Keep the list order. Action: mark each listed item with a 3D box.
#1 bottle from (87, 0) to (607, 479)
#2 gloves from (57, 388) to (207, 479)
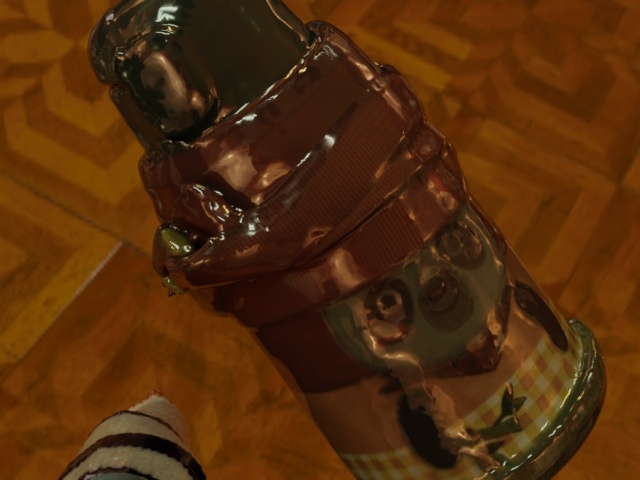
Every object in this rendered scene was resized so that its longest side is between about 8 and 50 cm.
[{"bbox_3d":[0.000,0.000,0.559,0.271,0.143,0.156,52,28,-15],"label":"bottle"},{"bbox_3d":[-0.069,0.151,0.564,0.140,0.219,0.131,39,78,7],"label":"gloves"}]
